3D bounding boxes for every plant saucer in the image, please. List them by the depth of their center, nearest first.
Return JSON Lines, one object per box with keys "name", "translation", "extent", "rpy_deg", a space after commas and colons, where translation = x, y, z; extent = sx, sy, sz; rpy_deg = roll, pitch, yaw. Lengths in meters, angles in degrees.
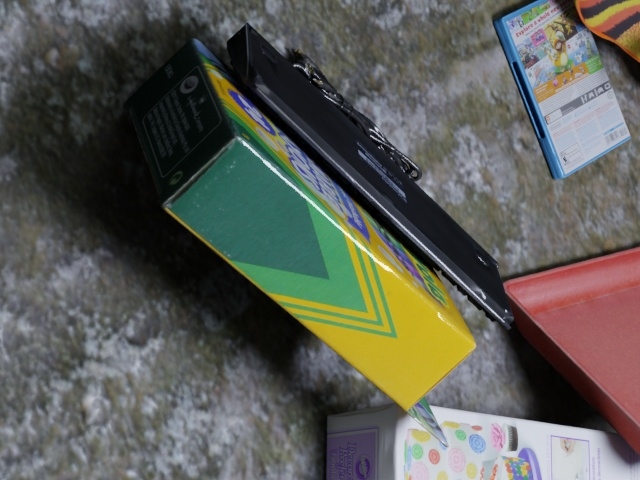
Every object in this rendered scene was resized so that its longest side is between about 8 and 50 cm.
{"name": "plant saucer", "translation": [0.324, 0.116, 1.775], "extent": [0.259, 0.047, 0.258], "rpy_deg": [-13, 49, -41]}

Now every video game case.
{"name": "video game case", "translation": [0.238, -0.156, 1.858], "extent": [0.119, 0.015, 0.166], "rpy_deg": [-29, 101, -40]}

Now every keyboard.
{"name": "keyboard", "translation": [0.039, -0.062, 1.579], "extent": [0.317, 0.033, 0.201], "rpy_deg": [44, 16, -20]}

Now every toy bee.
{"name": "toy bee", "translation": [0.354, -0.192, 1.880], "extent": [0.298, 0.162, 0.195], "rpy_deg": [32, 33, -4]}

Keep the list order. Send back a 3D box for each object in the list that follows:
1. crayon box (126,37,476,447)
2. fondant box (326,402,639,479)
{"name": "crayon box", "translation": [0.000, 0.000, 1.496], "extent": [0.083, 0.203, 0.323], "rpy_deg": [-43, 118, 9]}
{"name": "fondant box", "translation": [0.154, 0.278, 1.642], "extent": [0.330, 0.096, 0.238], "rpy_deg": [13, 73, -40]}
